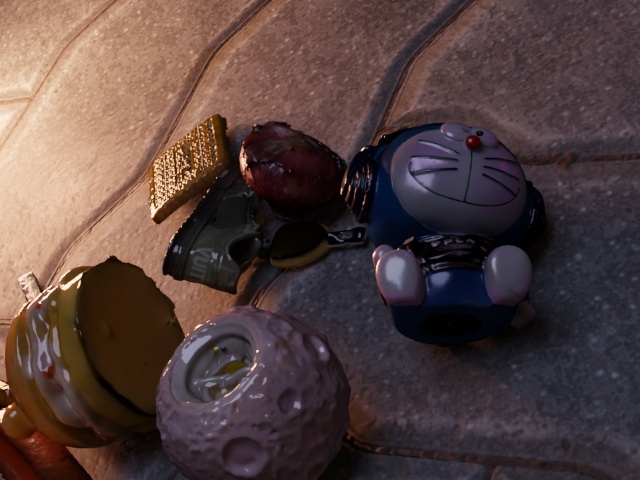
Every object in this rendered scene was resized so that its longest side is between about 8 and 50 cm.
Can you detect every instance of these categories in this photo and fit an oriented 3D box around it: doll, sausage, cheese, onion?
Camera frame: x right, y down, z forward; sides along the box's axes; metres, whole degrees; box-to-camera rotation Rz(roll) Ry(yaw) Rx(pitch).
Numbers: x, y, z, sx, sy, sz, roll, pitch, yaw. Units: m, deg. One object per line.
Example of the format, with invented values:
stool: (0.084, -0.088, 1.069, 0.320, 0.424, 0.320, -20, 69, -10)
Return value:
doll: (0.169, -0.022, 1.724, 0.284, 0.240, 0.310, 6, 60, -10)
sausage: (-0.419, 0.339, 1.914, 0.102, 0.102, 0.330, -47, 40, -12)
cheese: (-0.001, -0.001, 1.978, 0.162, 0.036, 0.086, -9, 44, 31)
onion: (-0.051, -0.101, 2.034, 0.184, 0.184, 0.147, 45, 121, 51)

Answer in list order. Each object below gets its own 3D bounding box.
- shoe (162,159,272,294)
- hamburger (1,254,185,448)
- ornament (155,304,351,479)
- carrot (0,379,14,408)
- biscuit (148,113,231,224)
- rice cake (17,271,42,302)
shoe: (-0.132, -0.013, 2.055, 0.149, 0.109, 0.293, 25, 41, 7)
hamburger: (-0.348, 0.183, 1.902, 0.237, 0.276, 0.276, -30, 38, 26)
ornament: (-0.082, 0.219, 1.673, 0.259, 0.225, 0.259, -20, 42, 19)
carrot: (-0.604, 0.252, 2.173, 0.314, 0.066, 0.066, 7, 56, 37)
biscuit: (-0.232, -0.133, 2.236, 0.172, 0.029, 0.254, -38, 23, 10)
rice cake: (-0.492, 0.121, 2.235, 0.033, 0.033, 0.207, -30, 39, -6)
